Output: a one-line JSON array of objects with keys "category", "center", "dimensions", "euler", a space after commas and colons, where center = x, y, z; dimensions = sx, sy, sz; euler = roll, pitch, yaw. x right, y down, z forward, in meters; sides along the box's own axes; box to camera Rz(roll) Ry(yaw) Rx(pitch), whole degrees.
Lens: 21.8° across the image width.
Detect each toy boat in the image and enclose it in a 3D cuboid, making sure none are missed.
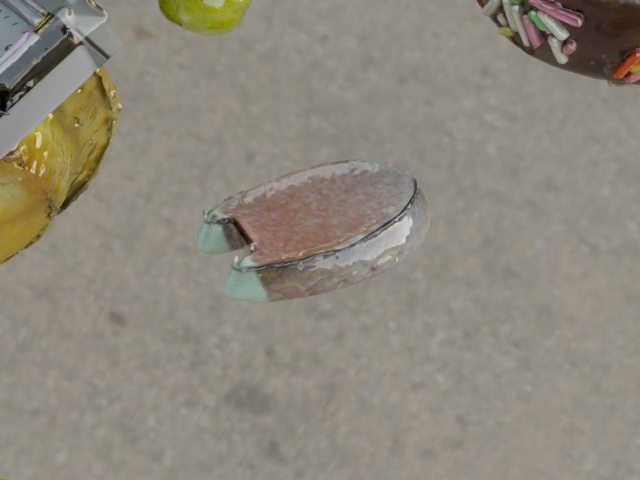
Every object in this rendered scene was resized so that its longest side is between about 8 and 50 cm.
[{"category": "toy boat", "center": [0.000, 0.000, 1.625], "dimensions": [0.227, 0.085, 0.155], "euler": [-19, 37, -14]}]

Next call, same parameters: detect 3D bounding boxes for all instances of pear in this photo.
[{"category": "pear", "center": [-0.112, -0.233, 1.551], "dimensions": [0.092, 0.097, 0.092], "euler": [33, 44, -39]}]

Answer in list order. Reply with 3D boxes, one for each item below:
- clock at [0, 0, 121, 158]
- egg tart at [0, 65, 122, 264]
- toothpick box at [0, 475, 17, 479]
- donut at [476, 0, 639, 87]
[{"category": "clock", "center": [-0.273, -0.137, 1.166], "dimensions": [0.186, 0.083, 0.253], "euler": [-44, 54, -9]}, {"category": "egg tart", "center": [-0.415, -0.071, 1.752], "dimensions": [0.443, 0.443, 0.178], "euler": [1, 53, -31]}, {"category": "toothpick box", "center": [-0.151, 0.141, 0.487], "dimensions": [0.271, 0.175, 0.175], "euler": [19, 42, -10]}, {"category": "donut", "center": [0.241, -0.269, 1.380], "dimensions": [0.259, 0.136, 0.345], "euler": [-34, 58, -9]}]
